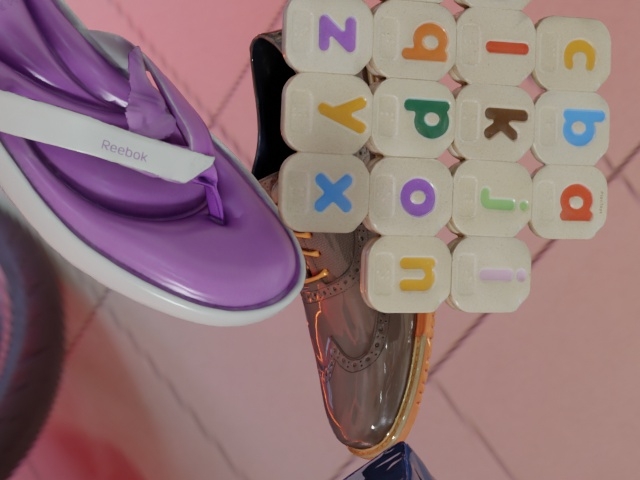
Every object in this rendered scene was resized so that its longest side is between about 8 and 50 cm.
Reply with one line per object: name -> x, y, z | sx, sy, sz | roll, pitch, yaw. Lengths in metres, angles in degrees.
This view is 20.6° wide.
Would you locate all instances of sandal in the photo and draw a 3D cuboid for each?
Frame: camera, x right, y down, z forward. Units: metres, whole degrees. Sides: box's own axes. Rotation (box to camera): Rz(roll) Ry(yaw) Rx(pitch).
sandal -> -0.170, -0.102, 1.247 | 0.416, 0.169, 0.102 | 43, 139, 2

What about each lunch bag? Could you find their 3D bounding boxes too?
lunch bag -> 0.045, 0.171, 1.025 | 0.067, 0.098, 0.065 | -36, 102, 13

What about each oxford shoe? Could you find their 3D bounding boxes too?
oxford shoe -> 0.000, 0.000, 1.441 | 0.130, 0.133, 0.363 | -25, 66, 46

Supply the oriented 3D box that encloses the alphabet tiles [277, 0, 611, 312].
alphabet tiles -> 0.094, -0.088, 1.302 | 0.021, 0.278, 0.284 | 3, 93, 64
